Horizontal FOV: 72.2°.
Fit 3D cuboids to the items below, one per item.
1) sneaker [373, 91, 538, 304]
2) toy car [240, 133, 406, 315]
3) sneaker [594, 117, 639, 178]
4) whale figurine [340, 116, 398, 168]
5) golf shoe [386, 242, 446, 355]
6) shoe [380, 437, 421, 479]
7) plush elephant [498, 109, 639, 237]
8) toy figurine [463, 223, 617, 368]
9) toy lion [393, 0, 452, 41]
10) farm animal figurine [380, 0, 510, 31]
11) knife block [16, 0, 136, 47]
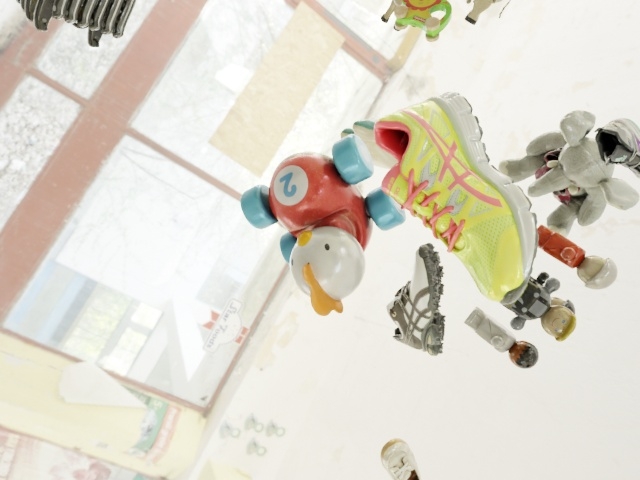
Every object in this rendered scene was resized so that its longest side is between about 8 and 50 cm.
[{"bbox_3d":[0.101,-0.037,0.372,0.081,0.094,0.208,94,-16,-55],"label":"sneaker"},{"bbox_3d":[0.000,0.000,0.664,0.219,0.210,0.237,-24,-145,24],"label":"toy car"},{"bbox_3d":[0.337,-0.088,0.478,0.069,0.098,0.038,-21,156,-29],"label":"sneaker"},{"bbox_3d":[0.166,-0.302,1.260,0.272,0.216,0.141,23,86,-75],"label":"whale figurine"},{"bbox_3d":[0.143,0.094,0.679,0.094,0.198,0.077,4,-151,24],"label":"golf shoe"},{"bbox_3d":[0.200,0.536,1.011,0.077,0.219,0.058,-34,-149,-15],"label":"shoe"},{"bbox_3d":[0.615,-0.166,1.071,0.330,0.271,0.255,-36,165,35],"label":"plush elephant"},{"bbox_3d":[0.375,0.105,0.757,0.210,0.148,0.213,-39,156,-31],"label":"toy figurine"},{"bbox_3d":[0.176,-0.388,0.729,0.096,0.100,0.034,-50,155,-8],"label":"toy lion"},{"bbox_3d":[0.297,-0.613,0.973,0.172,0.327,0.330,132,-29,-68],"label":"farm animal figurine"},{"bbox_3d":[-0.255,-0.370,0.481,0.242,0.088,0.275,6,-82,32],"label":"knife block"}]
